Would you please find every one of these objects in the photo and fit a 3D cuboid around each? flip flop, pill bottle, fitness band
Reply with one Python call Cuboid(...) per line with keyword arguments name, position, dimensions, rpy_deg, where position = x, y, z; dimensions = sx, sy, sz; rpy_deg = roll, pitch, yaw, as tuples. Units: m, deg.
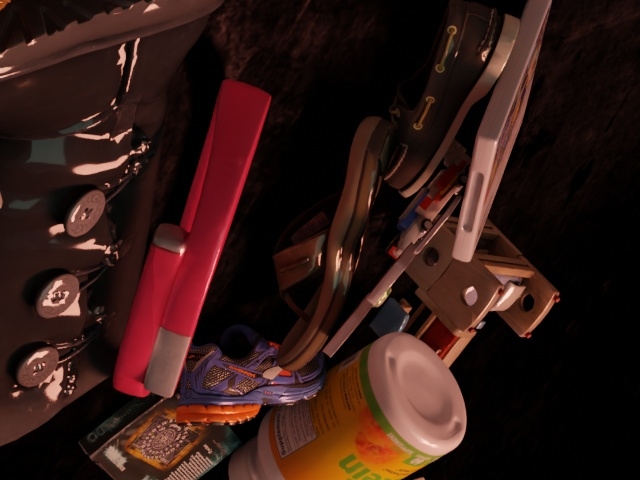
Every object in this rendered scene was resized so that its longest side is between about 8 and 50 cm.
Cuboid(name="flip flop", position=(0.000, 0.000, 1.555), dimensions=(0.112, 0.080, 0.277), rpy_deg=(-70, 177, -55))
Cuboid(name="pill bottle", position=(0.021, 0.210, 1.743), dimensions=(0.246, 0.136, 0.136), rpy_deg=(-35, 156, 31))
Cuboid(name="fitness band", position=(-0.106, 0.004, 1.356), dimensions=(0.209, 0.054, 0.291), rpy_deg=(-75, -175, -52))

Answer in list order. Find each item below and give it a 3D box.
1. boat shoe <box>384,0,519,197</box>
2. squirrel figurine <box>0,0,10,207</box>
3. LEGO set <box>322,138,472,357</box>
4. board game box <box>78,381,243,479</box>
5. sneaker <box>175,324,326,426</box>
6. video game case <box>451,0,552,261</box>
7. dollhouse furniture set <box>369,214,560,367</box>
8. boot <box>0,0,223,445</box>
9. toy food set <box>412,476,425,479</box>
Cuboid(name="boat shoe", position=(0.104, -0.132, 1.524), dimensions=(0.081, 0.069, 0.228), rpy_deg=(-76, -168, -46))
Cuboid(name="squirrel figurine", position=(-0.211, -0.194, 0.813), dimensions=(0.397, 0.281, 0.370), rpy_deg=(-32, 127, -73))
Cuboid(name="LEGO set", position=(0.074, -0.002, 1.592), dimensions=(0.182, 0.060, 0.244), rpy_deg=(-51, 179, 21))
Cuboid(name="board game box", position=(-0.159, 0.206, 1.688), dimensions=(0.126, 0.026, 0.186), rpy_deg=(-38, 150, -6))
Cuboid(name="sneaker", position=(-0.063, 0.123, 1.640), dimensions=(0.221, 0.083, 0.087), rpy_deg=(-15, 101, -60))
Cuboid(name="video game case", position=(0.170, -0.109, 1.553), dimensions=(0.183, 0.023, 0.201), rpy_deg=(96, 15, -53))
Cuboid(name="dollhouse furniture set", position=(0.133, 0.082, 1.764), dimensions=(0.129, 0.129, 0.183), rpy_deg=(8, 124, -52))
Cuboid(name="boot", position=(-0.265, -0.019, 1.189), dimensions=(0.367, 0.146, 0.445), rpy_deg=(-14, 144, -36))
Cuboid(name="toy food set", position=(0.001, 0.290, 1.950), dimensions=(0.218, 0.071, 0.128), rpy_deg=(-6, 158, -43))
